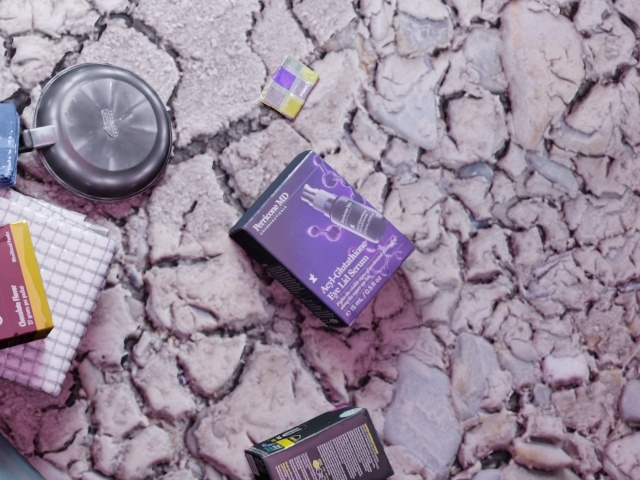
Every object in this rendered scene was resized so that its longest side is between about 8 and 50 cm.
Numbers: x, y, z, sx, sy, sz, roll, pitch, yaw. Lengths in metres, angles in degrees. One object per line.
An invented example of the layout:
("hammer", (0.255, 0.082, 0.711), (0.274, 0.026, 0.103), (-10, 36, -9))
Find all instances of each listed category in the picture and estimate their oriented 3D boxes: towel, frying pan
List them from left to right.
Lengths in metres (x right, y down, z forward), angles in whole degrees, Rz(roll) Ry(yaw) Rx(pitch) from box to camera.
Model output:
("towel", (-0.429, 0.051, 1.695), (0.284, 0.121, 0.235), (20, 79, -11))
("towel", (-0.420, -0.121, 1.668), (0.067, 0.029, 0.119), (-1, 59, -6))
("frying pan", (-0.348, -0.164, 1.749), (0.326, 0.053, 0.197), (12, 75, -24))
("towel", (-0.044, -0.220, 1.878), (0.060, 0.009, 0.083), (34, 78, -9))

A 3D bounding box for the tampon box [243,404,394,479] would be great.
("tampon box", (-0.003, 0.303, 1.786), (0.161, 0.120, 0.101), (-23, 92, -16))

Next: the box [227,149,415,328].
("box", (0.000, 0.000, 1.821), (0.207, 0.108, 0.153), (42, 77, -9))

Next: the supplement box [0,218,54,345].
("supplement box", (-0.427, 0.072, 1.530), (0.194, 0.191, 0.129), (-14, 86, -16))

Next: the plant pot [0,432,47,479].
("plant pot", (-0.482, 0.320, 1.584), (0.248, 0.252, 0.247), (-43, 96, -15))
